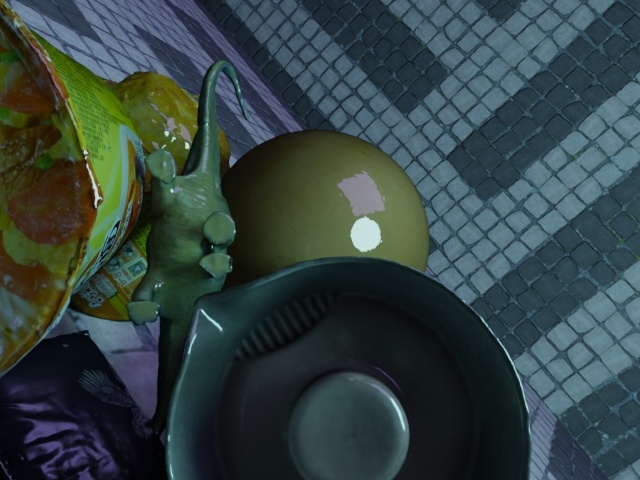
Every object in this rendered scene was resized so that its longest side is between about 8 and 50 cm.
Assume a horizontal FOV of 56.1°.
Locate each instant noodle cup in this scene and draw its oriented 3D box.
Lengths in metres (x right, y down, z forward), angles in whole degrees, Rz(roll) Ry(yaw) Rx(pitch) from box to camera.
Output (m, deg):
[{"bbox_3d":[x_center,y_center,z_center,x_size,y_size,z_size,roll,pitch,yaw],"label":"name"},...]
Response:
[{"bbox_3d":[-0.216,-0.037,0.644,0.168,0.168,0.185,28,16,-52],"label":"instant noodle cup"},{"bbox_3d":[-0.247,-0.043,0.398,0.264,0.264,0.200,45,5,-6],"label":"instant noodle cup"}]

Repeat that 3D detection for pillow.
[{"bbox_3d":[-0.169,0.154,0.432,0.208,0.055,0.141,50,16,18],"label":"pillow"}]

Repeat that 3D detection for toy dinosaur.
[{"bbox_3d":[-0.112,-0.003,0.505,0.077,0.362,0.147,9,-10,-10],"label":"toy dinosaur"}]

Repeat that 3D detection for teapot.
[{"bbox_3d":[0.031,0.148,0.482,0.300,0.253,0.344,44,-5,7],"label":"teapot"}]

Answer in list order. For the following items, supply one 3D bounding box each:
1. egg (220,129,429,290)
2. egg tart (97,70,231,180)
[{"bbox_3d":[0.000,0.000,0.841,0.301,0.301,0.374,49,7,7],"label":"egg"},{"bbox_3d":[-0.239,-0.158,0.934,0.319,0.128,0.319,44,16,-16],"label":"egg tart"}]
